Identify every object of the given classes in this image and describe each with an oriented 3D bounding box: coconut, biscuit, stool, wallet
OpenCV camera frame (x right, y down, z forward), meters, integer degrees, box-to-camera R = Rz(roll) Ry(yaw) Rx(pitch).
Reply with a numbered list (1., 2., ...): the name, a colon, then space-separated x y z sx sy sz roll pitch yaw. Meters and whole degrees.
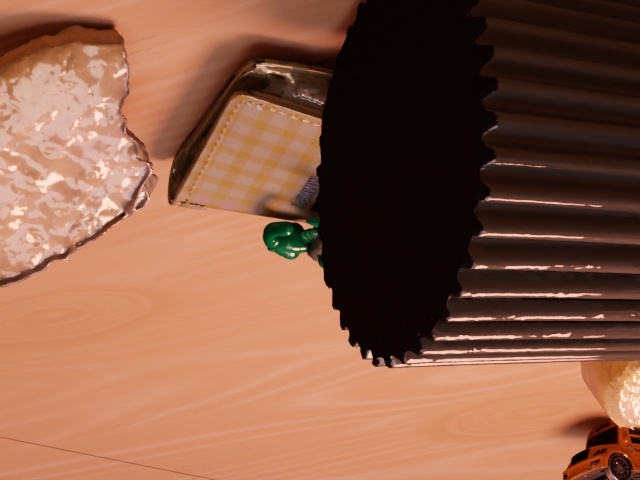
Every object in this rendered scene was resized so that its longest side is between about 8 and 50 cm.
1. coconut: 0.328 0.129 1.945 0.116 0.122 0.116 -4 117 -8
2. biscuit: -0.217 -0.058 1.494 0.188 0.040 0.265 16 123 -23
3. stool: 0.201 -0.045 1.381 0.330 0.297 0.297 5 154 -22
4. wallet: 0.049 -0.064 1.581 0.309 0.077 0.223 9 156 -18

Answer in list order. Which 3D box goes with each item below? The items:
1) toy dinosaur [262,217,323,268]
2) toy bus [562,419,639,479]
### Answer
1. toy dinosaur: 0.000 0.000 1.583 0.096 0.059 0.132 11 168 -3
2. toy bus: 0.381 0.265 2.258 0.194 0.088 0.083 12 151 -29
